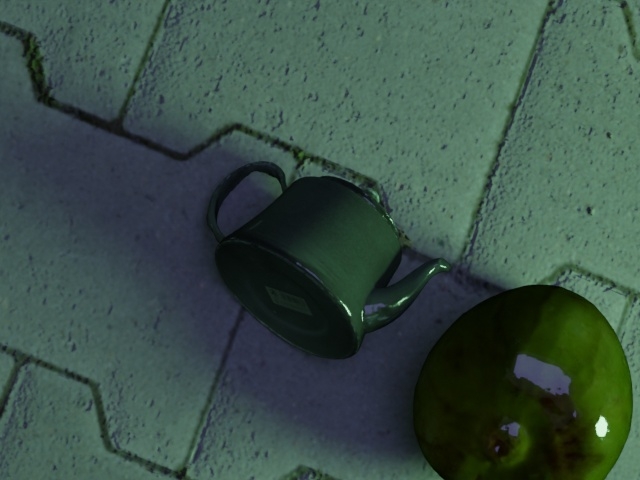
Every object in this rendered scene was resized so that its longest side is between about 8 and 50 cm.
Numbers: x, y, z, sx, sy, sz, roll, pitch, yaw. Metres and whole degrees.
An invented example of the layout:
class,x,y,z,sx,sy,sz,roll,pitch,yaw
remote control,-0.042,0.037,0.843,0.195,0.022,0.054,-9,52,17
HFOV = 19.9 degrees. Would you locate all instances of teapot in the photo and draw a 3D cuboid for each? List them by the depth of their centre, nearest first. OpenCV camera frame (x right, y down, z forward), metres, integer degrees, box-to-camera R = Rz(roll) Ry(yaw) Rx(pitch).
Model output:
class,x,y,z,sx,sy,sz,roll,pitch,yaw
teapot,0.000,0.000,1.712,0.239,0.162,0.149,27,64,24

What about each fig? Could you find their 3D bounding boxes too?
class,x,y,z,sx,sy,sz,roll,pitch,yaw
fig,0.197,0.139,1.717,0.203,0.203,0.225,37,33,-3
